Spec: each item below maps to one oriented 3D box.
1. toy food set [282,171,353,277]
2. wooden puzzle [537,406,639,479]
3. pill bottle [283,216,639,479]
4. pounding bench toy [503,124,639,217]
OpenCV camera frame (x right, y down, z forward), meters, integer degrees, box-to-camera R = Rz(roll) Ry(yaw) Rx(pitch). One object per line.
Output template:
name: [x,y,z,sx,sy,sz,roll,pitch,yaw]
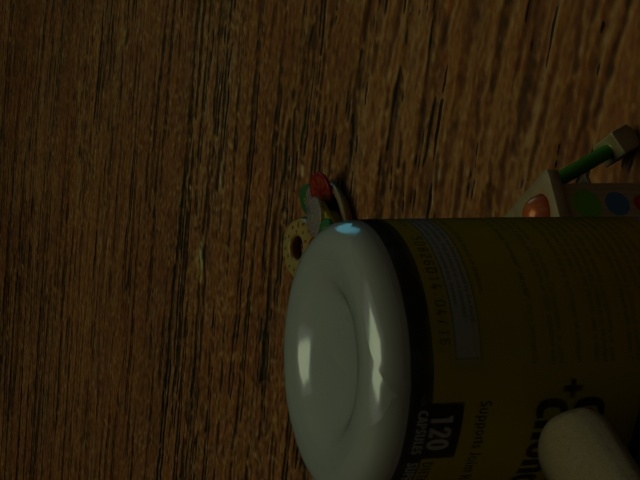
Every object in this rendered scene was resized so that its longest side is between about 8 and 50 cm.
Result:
toy food set: [0.000,0.000,1.140,0.083,0.020,0.083,-117,33,-50]
wooden puzzle: [0.154,0.195,0.604,0.221,0.044,0.239,-117,2,-49]
pill bottle: [0.086,0.042,0.677,0.103,0.184,0.103,179,90,-70]
pounding bench toy: [0.111,-0.010,0.778,0.052,0.065,0.083,124,141,-57]
